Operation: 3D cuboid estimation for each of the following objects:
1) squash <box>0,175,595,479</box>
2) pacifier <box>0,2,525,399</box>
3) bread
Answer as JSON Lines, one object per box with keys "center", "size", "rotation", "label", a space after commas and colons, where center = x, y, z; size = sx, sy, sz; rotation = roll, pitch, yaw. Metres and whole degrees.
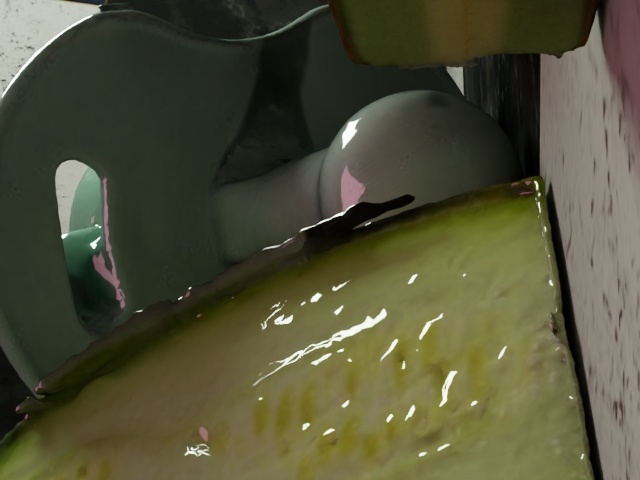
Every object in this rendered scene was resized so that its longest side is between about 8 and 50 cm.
{"center": [-0.054, 0.116, 0.576], "size": [0.233, 0.309, 0.210], "rotation": [-90, -5, -45], "label": "squash"}
{"center": [0.000, 0.000, 0.745], "size": [0.269, 0.343, 0.288], "rotation": [-9, 92, 57], "label": "pacifier"}
{"center": [0.035, -0.127, 0.383], "size": [0.084, 0.074, 0.139], "rotation": [76, -168, -67], "label": "bread"}
